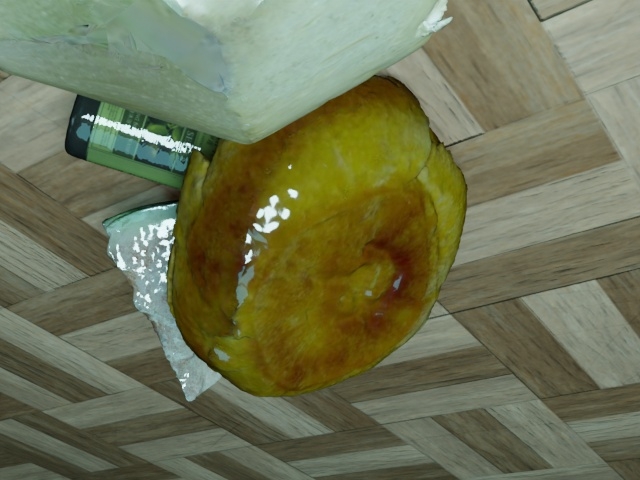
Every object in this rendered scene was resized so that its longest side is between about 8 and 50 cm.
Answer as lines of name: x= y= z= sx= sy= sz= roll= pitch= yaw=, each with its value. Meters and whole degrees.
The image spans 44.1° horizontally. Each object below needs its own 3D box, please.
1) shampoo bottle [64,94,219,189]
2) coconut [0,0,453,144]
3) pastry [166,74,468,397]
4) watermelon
shampoo bottle: x=-0.127 y=-0.099 z=0.866 sx=0.283 sy=0.101 sz=0.101 roll=17 pitch=144 yaw=-15
coconut: x=-0.083 y=-0.217 z=0.516 sx=0.352 sy=0.353 sz=0.353 roll=5 pitch=145 yaw=4
pastry: x=0.000 y=0.000 z=0.821 sx=0.164 sy=0.356 sz=0.356 roll=39 pitch=171 yaw=44
watermelon: x=-0.125 y=0.055 z=0.991 sx=0.193 sy=0.232 sz=0.310 roll=-30 pitch=147 yaw=-3
